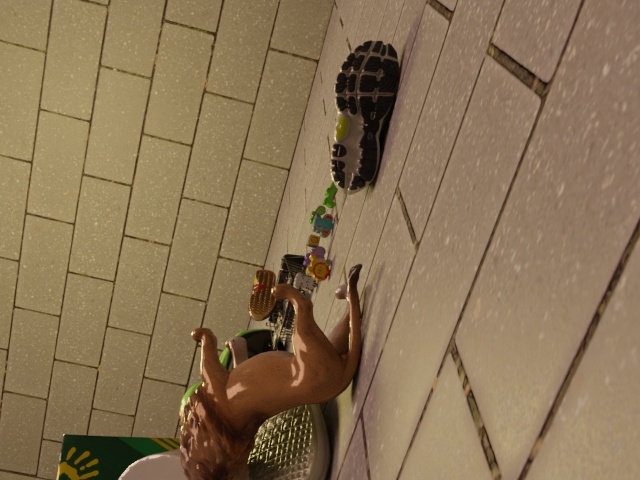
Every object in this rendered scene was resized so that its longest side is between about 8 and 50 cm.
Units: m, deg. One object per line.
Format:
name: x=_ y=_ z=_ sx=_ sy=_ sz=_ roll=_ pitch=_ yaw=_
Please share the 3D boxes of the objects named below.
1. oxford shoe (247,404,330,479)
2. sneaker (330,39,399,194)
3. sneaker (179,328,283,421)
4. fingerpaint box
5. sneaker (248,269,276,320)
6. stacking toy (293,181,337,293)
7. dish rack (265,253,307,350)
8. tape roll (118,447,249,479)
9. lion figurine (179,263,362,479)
oxford shoe: x=-0.065 y=0.328 z=1.346 sx=0.169 sy=0.130 sz=0.449 roll=-48 pitch=19 yaw=-7
sneaker: x=0.068 y=-0.218 z=1.375 sx=0.110 sy=0.107 sz=0.275 roll=-21 pitch=-55 yaw=-87
sneaker: x=-0.175 y=0.371 z=1.913 sx=0.483 sy=0.202 sz=0.185 roll=-53 pitch=-33 yaw=-65
fingerpaint box: x=-0.327 y=0.528 z=1.680 sx=0.444 sy=0.372 sz=0.163 roll=96 pitch=177 yaw=-68
sneaker: x=-0.141 y=0.153 z=1.910 sx=0.185 sy=0.070 sz=0.083 roll=-82 pitch=1 yaw=-57
stacking toy: x=0.000 y=0.000 z=1.701 sx=0.167 sy=0.052 sz=0.221 roll=129 pitch=156 yaw=-70
dish rack: x=-0.080 y=0.154 z=1.944 sx=0.271 sy=0.074 sz=0.208 roll=-116 pitch=38 yaw=-76
tape roll: x=-0.217 y=0.477 z=1.327 sx=0.169 sy=0.246 sz=0.246 roll=16 pitch=-93 yaw=-64
lion figurine: x=-0.069 y=0.214 z=1.171 sx=0.392 sy=0.142 sz=0.240 roll=-33 pitch=51 yaw=26
